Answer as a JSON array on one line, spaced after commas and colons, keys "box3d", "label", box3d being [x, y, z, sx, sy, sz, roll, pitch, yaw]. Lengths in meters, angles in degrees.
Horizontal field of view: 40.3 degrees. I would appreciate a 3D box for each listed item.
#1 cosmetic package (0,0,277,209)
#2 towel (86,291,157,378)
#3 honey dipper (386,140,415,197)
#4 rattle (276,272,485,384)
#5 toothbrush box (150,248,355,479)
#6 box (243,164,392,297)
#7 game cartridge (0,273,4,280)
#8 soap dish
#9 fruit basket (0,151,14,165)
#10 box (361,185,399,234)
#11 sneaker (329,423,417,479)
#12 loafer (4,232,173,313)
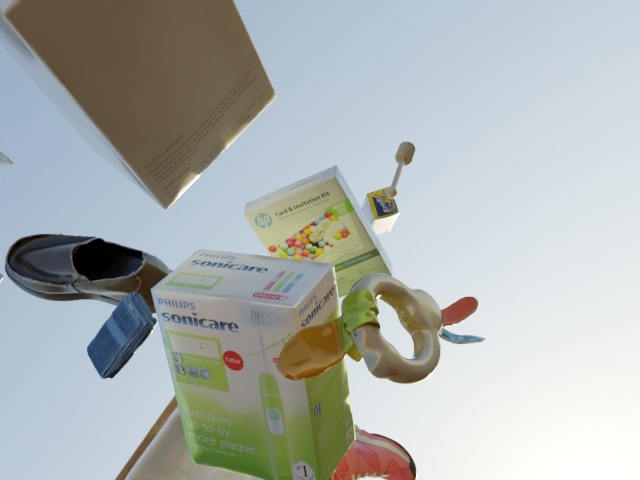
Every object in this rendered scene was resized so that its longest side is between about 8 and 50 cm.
[{"box3d": [-0.211, -0.226, 0.946, 0.217, 0.156, 0.385, -47, -27, -12], "label": "cosmetic package"}, {"box3d": [-0.278, 0.132, 1.206, 0.119, 0.067, 0.029, -50, -30, 19], "label": "towel"}, {"box3d": [0.128, -0.115, 1.429, 0.160, 0.030, 0.030, -64, -4, -54], "label": "honey dipper"}, {"box3d": [0.075, 0.114, 0.968, 0.200, 0.130, 0.142, -8, -40, -54], "label": "rattle"}, {"box3d": [-0.081, 0.168, 1.148, 0.122, 0.206, 0.283, -45, -45, -54], "label": "toothbrush box"}, {"box3d": [0.000, 0.000, 1.244, 0.145, 0.038, 0.186, -21, -62, 17], "label": "box"}, {"box3d": [-0.523, 0.072, 1.311, 0.017, 0.056, 0.083, -32, 29, 58], "label": "game cartridge"}, {"box3d": [-0.164, 0.389, 1.473, 0.229, 0.291, 0.118, -54, 8, 17], "label": "soap dish"}, {"box3d": [-0.580, -0.196, 1.065, 0.327, 0.353, 0.165, 56, -132, -37], "label": "fruit basket"}, {"box3d": [0.120, -0.056, 1.805, 0.054, 0.059, 0.169, -16, -11, -5], "label": "box"}, {"box3d": [0.059, 0.454, 1.804, 0.116, 0.314, 0.136, -30, 32, 52], "label": "sneaker"}, {"box3d": [-0.441, 0.036, 1.638, 0.130, 0.366, 0.133, 73, -151, -51], "label": "loafer"}]
